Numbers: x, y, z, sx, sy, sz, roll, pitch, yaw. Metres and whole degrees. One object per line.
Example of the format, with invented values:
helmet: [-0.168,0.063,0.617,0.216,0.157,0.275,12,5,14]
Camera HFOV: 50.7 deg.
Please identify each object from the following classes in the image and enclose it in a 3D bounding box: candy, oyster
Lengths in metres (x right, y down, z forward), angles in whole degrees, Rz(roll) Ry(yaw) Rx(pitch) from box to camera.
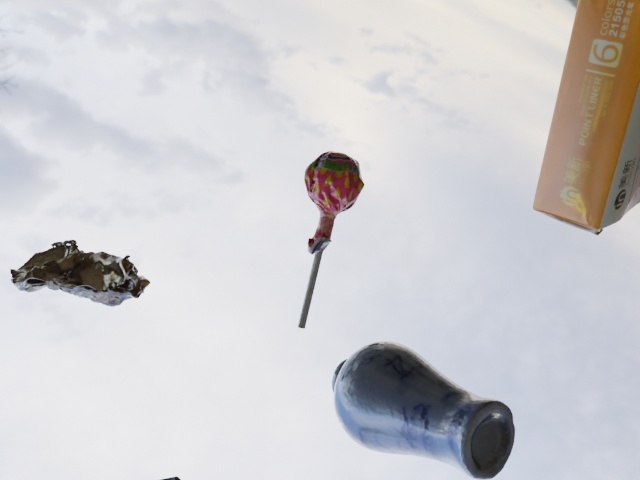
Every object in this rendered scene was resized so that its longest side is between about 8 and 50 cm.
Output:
candy: [0.000,0.000,1.371,0.124,0.365,0.124,14,-178,-1]
oyster: [-0.384,0.063,1.085,0.345,0.079,0.128,8,-153,39]

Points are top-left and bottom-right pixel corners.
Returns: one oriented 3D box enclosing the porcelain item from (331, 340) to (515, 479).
porcelain item: [0.111,0.205,0.833,0.141,0.141,0.259,5,-178,-34]

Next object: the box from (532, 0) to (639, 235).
box: [0.355,-0.166,0.781,0.091,0.274,0.220,25,-149,36]

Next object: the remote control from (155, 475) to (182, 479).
remote control: [-0.186,0.240,0.594,0.027,0.152,0.043,58,-152,-23]
